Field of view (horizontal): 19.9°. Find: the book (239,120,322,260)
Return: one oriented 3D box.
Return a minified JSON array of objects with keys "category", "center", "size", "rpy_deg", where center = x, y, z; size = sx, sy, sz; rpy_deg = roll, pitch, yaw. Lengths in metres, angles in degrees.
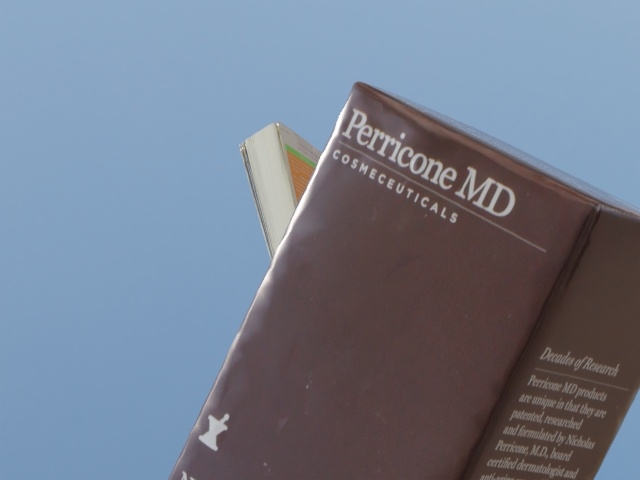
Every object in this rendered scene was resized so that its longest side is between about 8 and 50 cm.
[{"category":"book","center":[0.000,0.000,1.248],"size":[0.096,0.035,0.144],"rpy_deg":[28,-140,-50]}]

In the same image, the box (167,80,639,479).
[{"category":"box","center":[0.041,0.124,1.049],"size":[0.191,0.381,0.143],"rpy_deg":[30,-173,38]}]
